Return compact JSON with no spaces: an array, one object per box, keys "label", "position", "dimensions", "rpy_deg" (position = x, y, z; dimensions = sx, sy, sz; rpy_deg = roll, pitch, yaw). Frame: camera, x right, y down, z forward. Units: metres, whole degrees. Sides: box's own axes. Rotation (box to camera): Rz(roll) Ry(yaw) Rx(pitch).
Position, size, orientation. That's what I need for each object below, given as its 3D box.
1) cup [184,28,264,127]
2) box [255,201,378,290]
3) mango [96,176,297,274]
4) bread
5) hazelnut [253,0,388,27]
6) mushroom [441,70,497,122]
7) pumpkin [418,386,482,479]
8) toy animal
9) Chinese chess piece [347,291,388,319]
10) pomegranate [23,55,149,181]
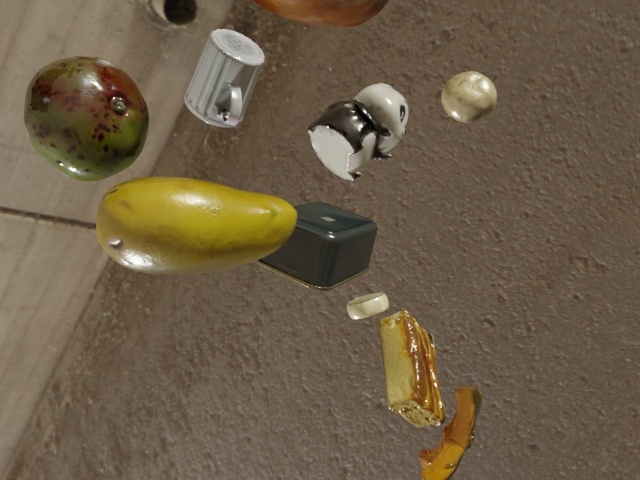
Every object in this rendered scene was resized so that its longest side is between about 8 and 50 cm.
[{"label":"cup","position":[-0.233,-0.410,1.324],"dimensions":[0.221,0.166,0.202],"rpy_deg":[47,130,14]},{"label":"box","position":[0.000,0.000,0.840],"dimensions":[0.144,0.201,0.090],"rpy_deg":[22,109,25]},{"label":"mango","position":[-0.096,-0.011,0.414],"dimensions":[0.103,0.160,0.076],"rpy_deg":[145,119,-61]},{"label":"bread","position":[0.256,0.356,1.404],"dimensions":[0.114,0.185,0.275],"rpy_deg":[-26,41,26]},{"label":"hazelnut","position":[-0.014,-0.545,0.848],"dimensions":[0.365,0.365,0.366],"rpy_deg":[-10,75,40]},{"label":"mushroom","position":[0.452,-0.436,1.545],"dimensions":[0.166,0.127,0.167],"rpy_deg":[1,71,-2]},{"label":"pumpkin","position":[0.331,0.487,1.264],"dimensions":[0.095,0.290,0.258],"rpy_deg":[27,83,19]},{"label":"toy animal","position":[0.140,-0.365,1.610],"dimensions":[0.310,0.251,0.250],"rpy_deg":[-40,42,-26]},{"label":"Chinese chess piece","position":[0.137,0.189,1.463],"dimensions":[0.122,0.122,0.051],"rpy_deg":[-17,91,38]},{"label":"pomegranate","position":[-0.242,-0.124,0.513],"dimensions":[0.130,0.130,0.130],"rpy_deg":[-10,75,40]}]
